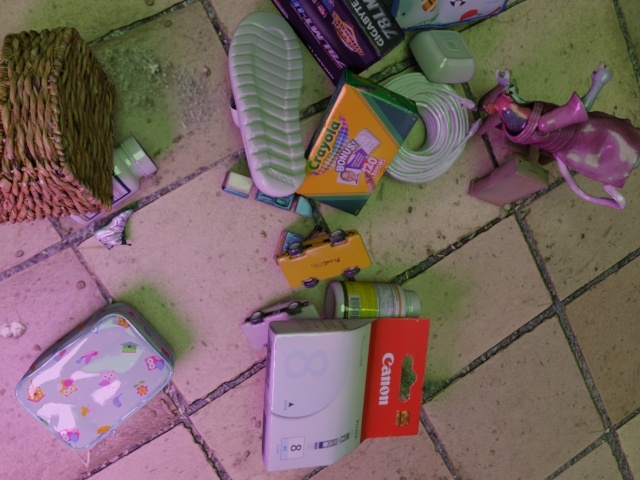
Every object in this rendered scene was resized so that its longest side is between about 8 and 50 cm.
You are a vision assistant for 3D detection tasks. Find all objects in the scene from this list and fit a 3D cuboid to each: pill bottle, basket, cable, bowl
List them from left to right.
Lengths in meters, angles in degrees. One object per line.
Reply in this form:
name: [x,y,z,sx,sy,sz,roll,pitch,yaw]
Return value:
basket: [-0.502,-0.198,0.799,0.223,0.213,0.299,-6,73,-1]
pill bottle: [-0.433,-0.127,0.947,0.186,0.112,0.112,-36,104,-8]
pill bottle: [0.126,0.158,1.127,0.214,0.117,0.117,4,96,-15]
cable: [0.225,-0.266,1.115,0.257,0.089,0.257,34,89,-15]
bowl: [0.293,-0.436,1.088,0.142,0.053,0.142,-10,67,-26]

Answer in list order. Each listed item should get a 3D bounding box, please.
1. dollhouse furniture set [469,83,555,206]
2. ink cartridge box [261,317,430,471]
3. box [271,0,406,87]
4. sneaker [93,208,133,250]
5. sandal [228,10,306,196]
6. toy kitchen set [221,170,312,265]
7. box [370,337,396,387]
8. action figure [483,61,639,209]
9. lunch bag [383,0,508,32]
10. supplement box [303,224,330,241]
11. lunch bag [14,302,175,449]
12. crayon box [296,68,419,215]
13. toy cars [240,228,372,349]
dollhouse furniture set: [0.483,-0.232,1.186,0.212,0.161,0.242,18,70,-16]
ink cartridge box: [0.070,0.331,1.030,0.384,0.091,0.308,1,100,-14]
box: [0.007,-0.465,0.925,0.073,0.293,0.295,-41,106,-8]
sneaker: [-0.426,-0.018,1.004,0.098,0.038,0.069,-38,106,2]
sandal: [-0.125,-0.291,1.001,0.169,0.102,0.417,3,77,-30]
toy kitchen set: [-0.129,-0.041,1.032,0.207,0.122,0.166,18,92,-16]
box: [0.061,0.305,1.131,0.203,0.114,0.103,-26,105,-11]
action figure: [0.503,-0.239,1.032,0.370,0.248,0.276,7,101,-21]
lunch bag: [0.258,-0.662,0.992,0.327,0.239,0.386,-16,124,-14]
supplement box: [0.000,0.000,1.091,0.043,0.083,0.055,39,86,-15]
lunch bag: [-0.466,0.290,0.994,0.279,0.108,0.224,-39,110,-5]
crayon box: [0.067,-0.201,1.007,0.165,0.081,0.278,20,128,-13]
toy cars: [-0.036,0.106,1.045,0.176,0.087,0.394,26,119,-9]
